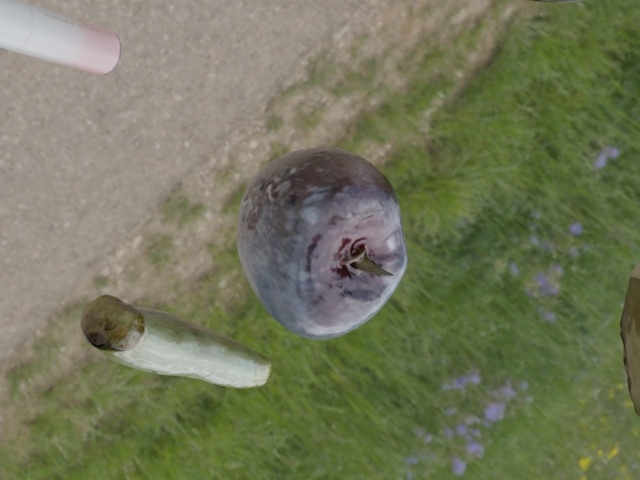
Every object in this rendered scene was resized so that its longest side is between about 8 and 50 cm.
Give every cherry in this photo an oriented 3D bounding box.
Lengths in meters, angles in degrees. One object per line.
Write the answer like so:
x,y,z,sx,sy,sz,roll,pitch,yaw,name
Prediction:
0.000,0.000,1.341,0.218,0.296,0.255,-12,112,-23,cherry

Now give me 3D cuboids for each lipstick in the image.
-0.496,-0.364,1.719,0.327,0.087,0.087,8,121,-55,lipstick

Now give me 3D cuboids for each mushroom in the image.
-0.204,0.154,1.420,0.333,0.107,0.087,24,98,-51,mushroom

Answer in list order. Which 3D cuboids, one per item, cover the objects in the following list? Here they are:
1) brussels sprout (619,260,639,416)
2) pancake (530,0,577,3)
0.348,0.071,0.740,0.244,0.244,0.244,-32,148,-23,brussels sprout
0.148,-0.159,0.574,0.115,0.115,0.011,-29,129,-27,pancake
